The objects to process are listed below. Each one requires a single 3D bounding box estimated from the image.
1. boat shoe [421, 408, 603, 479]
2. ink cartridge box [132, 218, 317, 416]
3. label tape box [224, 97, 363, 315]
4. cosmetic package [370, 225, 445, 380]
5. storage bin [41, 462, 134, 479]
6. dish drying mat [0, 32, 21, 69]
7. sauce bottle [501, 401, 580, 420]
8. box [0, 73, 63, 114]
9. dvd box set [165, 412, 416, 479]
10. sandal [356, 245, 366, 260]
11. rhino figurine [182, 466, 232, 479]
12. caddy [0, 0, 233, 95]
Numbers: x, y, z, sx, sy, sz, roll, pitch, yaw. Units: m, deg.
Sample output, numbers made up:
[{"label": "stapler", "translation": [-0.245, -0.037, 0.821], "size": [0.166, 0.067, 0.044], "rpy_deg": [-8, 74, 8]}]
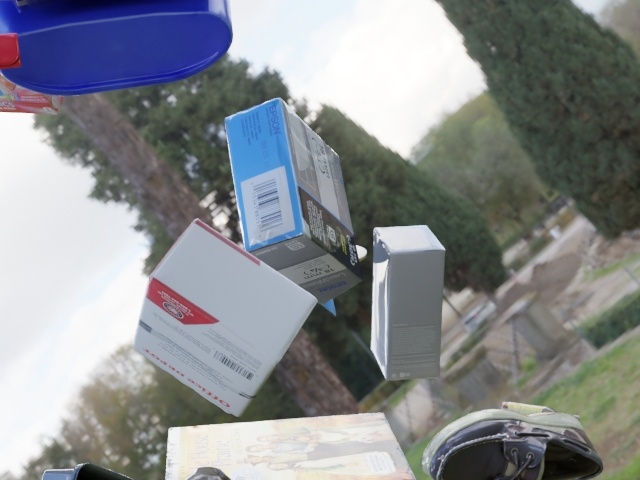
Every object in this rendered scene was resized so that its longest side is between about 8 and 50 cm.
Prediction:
[{"label": "boat shoe", "translation": [0.269, 0.293, 1.343], "size": [0.285, 0.092, 0.103], "rpy_deg": [5, -66, -33]}, {"label": "ink cartridge box", "translation": [-0.142, 0.117, 1.374], "size": [0.114, 0.197, 0.273], "rpy_deg": [-55, -1, -29]}, {"label": "label tape box", "translation": [-0.017, -0.044, 1.600], "size": [0.105, 0.241, 0.333], "rpy_deg": [-20, -27, 18]}, {"label": "cosmetic package", "translation": [0.145, 0.103, 1.676], "size": [0.127, 0.107, 0.238], "rpy_deg": [-114, 25, -65]}, {"label": "storage bin", "translation": [-0.355, 0.391, 1.485], "size": [0.091, 0.098, 0.135], "rpy_deg": [-5, -28, 34]}, {"label": "dish drying mat", "translation": [-0.316, -0.169, 0.901], "size": [0.083, 0.032, 0.008], "rpy_deg": [-8, -1, -12]}, {"label": "sauce bottle", "translation": [0.364, 0.295, 1.646], "size": [0.042, 0.128, 0.042], "rpy_deg": [7, -90, -76]}, {"label": "box", "translation": [-0.676, -0.358, 2.010], "size": [0.154, 0.299, 0.142], "rpy_deg": [66, -149, -62]}, {"label": "dvd box set", "translation": [-0.064, 0.404, 1.775], "size": [0.420, 0.062, 0.307], "rpy_deg": [-3, 13, -6]}, {"label": "sandal", "translation": [0.005, 0.002, 1.819], "size": [0.240, 0.088, 0.079], "rpy_deg": [-12, -67, -45]}, {"label": "rhino figurine", "translation": [-0.175, 0.359, 1.133], "size": [0.243, 0.106, 0.073], "rpy_deg": [-43, -19, 5]}, {"label": "caddy", "translation": [-0.253, -0.316, 1.160], "size": [0.341, 0.179, 0.241], "rpy_deg": [-9, -47, -10]}]
